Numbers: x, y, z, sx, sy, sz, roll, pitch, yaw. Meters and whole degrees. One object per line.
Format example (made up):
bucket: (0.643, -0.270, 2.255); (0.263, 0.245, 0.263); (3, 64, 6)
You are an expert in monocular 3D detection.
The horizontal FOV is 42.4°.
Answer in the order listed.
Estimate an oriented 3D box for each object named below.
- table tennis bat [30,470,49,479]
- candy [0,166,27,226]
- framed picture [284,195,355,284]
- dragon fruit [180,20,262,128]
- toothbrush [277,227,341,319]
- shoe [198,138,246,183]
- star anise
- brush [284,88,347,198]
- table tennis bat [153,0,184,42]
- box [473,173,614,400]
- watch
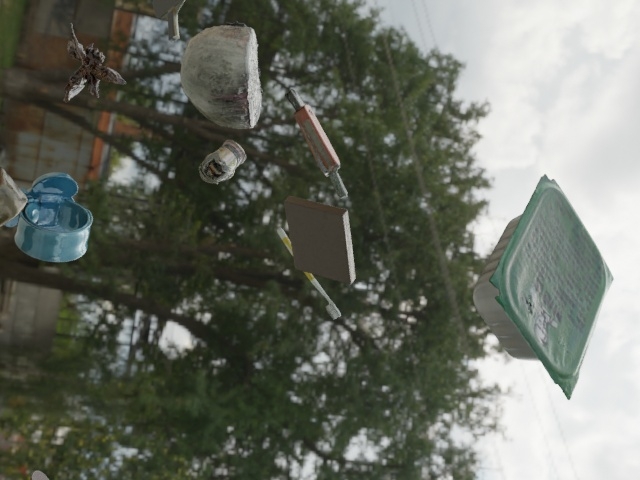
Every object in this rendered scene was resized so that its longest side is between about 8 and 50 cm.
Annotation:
table tennis bat: (-0.458, 0.404, 1.345); (0.007, 0.050, 0.083); (-34, -173, 2)
candy: (-0.749, -0.058, 1.754); (0.104, 0.234, 0.102); (61, 0, -43)
framed picture: (0.000, 0.000, 1.574); (0.023, 0.128, 0.168); (-50, 144, -40)
dragon fruit: (-0.281, -0.437, 2.282); (0.283, 0.221, 0.204); (91, 10, -46)
toothbrush: (-0.036, 0.088, 2.203); (0.288, 0.024, 0.021); (56, -29, 4)
shoe: (-0.281, -0.196, 2.251); (0.180, 0.089, 0.092); (-33, -166, 45)
star anise: (-0.525, -0.387, 1.808); (0.144, 0.158, 0.140); (-8, 93, -75)
brush: (-0.003, -0.262, 2.226); (0.323, 0.051, 0.070); (63, 10, -6)
table tennis bat: (-0.270, -0.429, 1.494); (0.095, 0.014, 0.158); (-25, -118, 34)
box: (0.377, 0.075, 1.443); (0.106, 0.264, 0.337); (-20, -156, 45)
watch: (-0.652, -0.037, 1.979); (0.193, 0.211, 0.211); (55, -45, 45)
